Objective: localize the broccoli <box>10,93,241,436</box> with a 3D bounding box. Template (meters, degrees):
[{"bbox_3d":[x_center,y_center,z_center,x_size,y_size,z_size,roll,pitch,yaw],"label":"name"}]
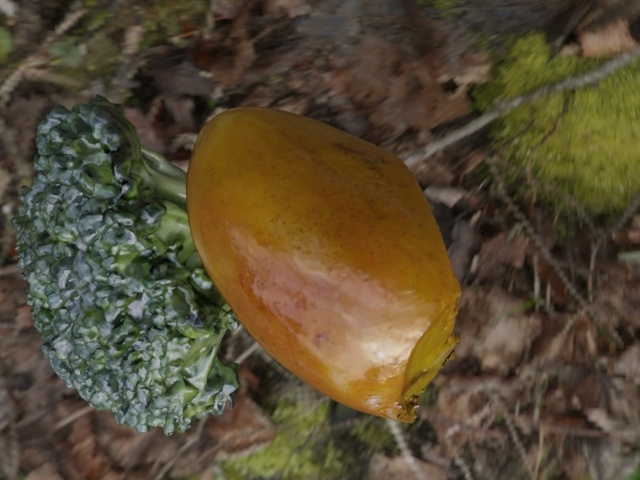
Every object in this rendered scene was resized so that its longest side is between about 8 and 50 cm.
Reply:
[{"bbox_3d":[-0.145,0.014,1.463,0.248,0.245,0.288,41,133,24],"label":"broccoli"}]

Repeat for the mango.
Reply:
[{"bbox_3d":[0.000,0.000,1.092,0.154,0.126,0.252,-26,59,-23],"label":"mango"}]
